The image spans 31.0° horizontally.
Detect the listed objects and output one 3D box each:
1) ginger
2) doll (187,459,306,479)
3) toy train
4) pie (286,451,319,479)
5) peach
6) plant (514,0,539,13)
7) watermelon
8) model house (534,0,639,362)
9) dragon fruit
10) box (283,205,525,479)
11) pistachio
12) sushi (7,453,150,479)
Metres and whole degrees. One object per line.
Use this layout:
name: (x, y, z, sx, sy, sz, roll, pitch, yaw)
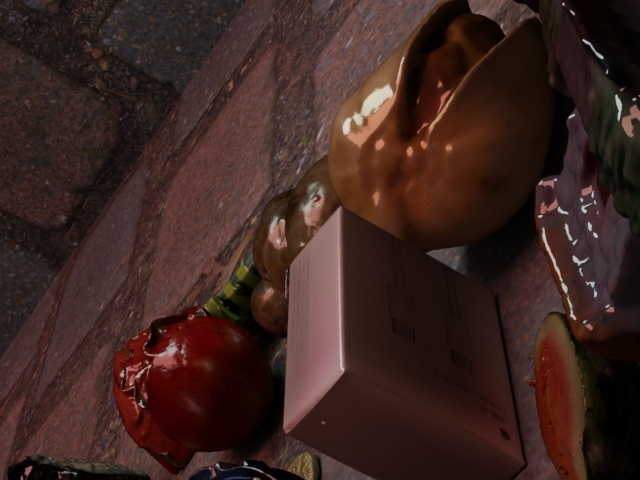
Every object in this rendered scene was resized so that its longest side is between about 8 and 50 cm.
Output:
ginger: (0.000, 0.000, 1.566, 0.304, 0.155, 0.244, 131, 152, -51)
doll: (-0.073, 0.364, 1.098, 0.310, 0.240, 0.284, -50, 52, 24)
toy train: (-0.105, 0.076, 1.726, 0.200, 0.083, 0.132, -58, -13, 17)
pie: (-0.029, 0.296, 1.392, 0.085, 0.017, 0.085, -49, 24, 31)
peach: (-0.161, 0.197, 1.599, 0.190, 0.192, 0.190, -37, 27, 23)
plant: (0.307, -0.380, 1.210, 0.312, 0.213, 0.215, -50, 18, 22)
watermelon: (0.213, 0.134, 0.968, 0.245, 0.063, 0.119, -96, 26, -58)
model house: (0.269, 0.008, 0.737, 0.360, 0.298, 0.339, -93, 6, -56)
dragon fruit: (-0.231, 0.182, 1.861, 0.205, 0.152, 0.317, -48, 23, 29)
box: (0.074, 0.112, 1.108, 0.106, 0.203, 0.251, -48, 23, 30)
pistachio: (0.140, -0.123, 1.260, 0.321, 0.229, 0.238, -60, -16, -25)
sushi: (-0.375, 0.426, 1.795, 0.350, 0.211, 0.170, -10, 71, 62)
